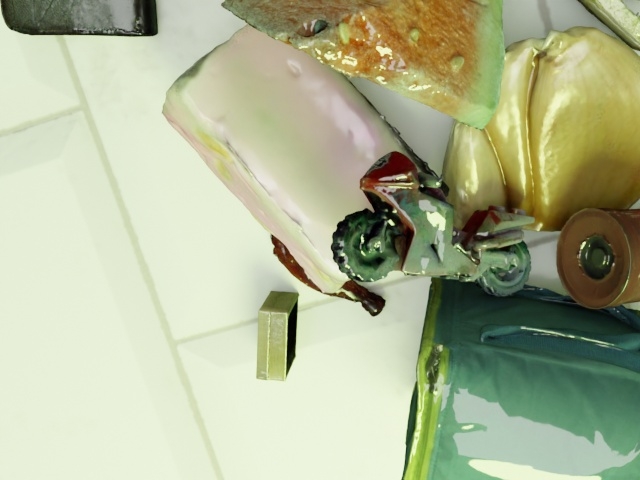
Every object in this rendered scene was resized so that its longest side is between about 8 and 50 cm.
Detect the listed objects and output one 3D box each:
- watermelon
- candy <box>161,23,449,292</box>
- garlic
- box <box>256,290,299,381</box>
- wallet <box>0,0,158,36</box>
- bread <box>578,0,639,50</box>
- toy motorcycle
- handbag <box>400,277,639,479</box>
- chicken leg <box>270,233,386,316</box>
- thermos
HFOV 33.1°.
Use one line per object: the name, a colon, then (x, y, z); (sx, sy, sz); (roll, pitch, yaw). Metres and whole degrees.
watermelon: (0.044, -0.200, 0.972); (0.256, 0.193, 0.140); (7, 106, -33)
candy: (-0.018, -0.089, 1.079); (0.155, 0.116, 0.265); (-43, 95, -12)
garlic: (0.235, -0.113, 1.068); (0.217, 0.110, 0.228); (3, 123, -5)
box: (-0.047, 0.105, 1.175); (0.035, 0.079, 0.083); (4, 104, 6)
wallet: (-0.256, -0.372, 1.109); (0.172, 0.045, 0.318); (2, 103, 6)
bread: (0.263, -0.241, 1.050); (0.153, 0.068, 0.028); (40, 105, -3)
toy motorcycle: (0.109, -0.014, 1.008); (0.213, 0.082, 0.122); (8, 92, -26)
handbag: (0.207, 0.165, 1.057); (0.241, 0.263, 0.222); (10, 112, 8)
chicken leg: (-0.007, 0.001, 1.163); (0.093, 0.053, 0.205); (-24, 103, -1)
thermos: (0.345, 0.009, 1.054); (0.232, 0.124, 0.099); (-4, 124, -32)
